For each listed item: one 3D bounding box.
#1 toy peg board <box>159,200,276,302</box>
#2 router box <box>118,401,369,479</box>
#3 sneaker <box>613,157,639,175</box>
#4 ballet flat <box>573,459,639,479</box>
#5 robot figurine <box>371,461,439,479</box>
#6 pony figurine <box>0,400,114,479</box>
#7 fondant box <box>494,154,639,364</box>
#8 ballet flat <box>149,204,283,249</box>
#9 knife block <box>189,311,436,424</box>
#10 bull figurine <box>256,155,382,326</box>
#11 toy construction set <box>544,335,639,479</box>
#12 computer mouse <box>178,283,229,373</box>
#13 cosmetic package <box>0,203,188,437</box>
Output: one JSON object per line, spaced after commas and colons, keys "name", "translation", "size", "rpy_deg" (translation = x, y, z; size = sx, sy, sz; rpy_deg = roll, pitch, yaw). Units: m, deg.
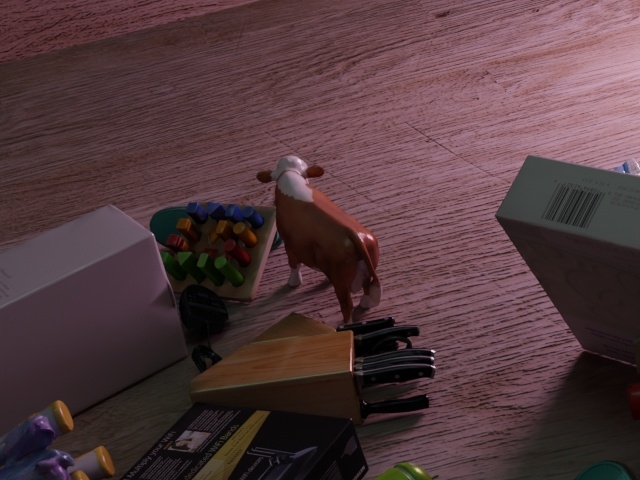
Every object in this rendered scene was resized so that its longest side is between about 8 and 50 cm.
{"name": "toy peg board", "translation": [-0.166, 0.001, 1.948], "size": [0.161, 0.079, 0.161], "rpy_deg": [5, 65, 27]}
{"name": "router box", "translation": [-0.126, 0.312, 1.427], "size": [0.243, 0.081, 0.309], "rpy_deg": [1, 31, 36]}
{"name": "sneaker", "translation": [0.476, -0.066, 1.943], "size": [0.073, 0.063, 0.162], "rpy_deg": [-25, 22, 13]}
{"name": "ballet flat", "translation": [0.276, 0.358, 1.140], "size": [0.107, 0.106, 0.316], "rpy_deg": [-16, 48, 26]}
{"name": "robot figurine", "translation": [0.081, 0.296, 1.418], "size": [0.115, 0.067, 0.101], "rpy_deg": [-29, 2, -26]}
{"name": "pony figurine", "translation": [-0.432, 0.314, 1.402], "size": [0.363, 0.303, 0.351], "rpy_deg": [-25, 0, -3]}
{"name": "fondant box", "translation": [0.380, 0.046, 1.482], "size": [0.238, 0.330, 0.096], "rpy_deg": [16, 68, 40]}
{"name": "ballet flat", "translation": [-0.158, -0.018, 2.071], "size": [0.247, 0.083, 0.087], "rpy_deg": [2, 7, 22]}
{"name": "knife block", "translation": [0.005, 0.190, 1.612], "size": [0.275, 0.088, 0.242], "rpy_deg": [-32, 34, -33]}
{"name": "bull figurine", "translation": [0.000, 0.000, 1.848], "size": [0.101, 0.188, 0.310], "rpy_deg": [-19, 30, -14]}
{"name": "toy construction set", "translation": [0.367, 0.216, 1.326], "size": [0.309, 0.257, 0.237], "rpy_deg": [-34, 15, 23]}
{"name": "computer mouse", "translation": [-0.166, 0.143, 1.817], "size": [0.071, 0.041, 0.242], "rpy_deg": [17, 26, -21]}
{"name": "cosmetic package", "translation": [-0.397, 0.132, 1.739], "size": [0.385, 0.217, 0.156], "rpy_deg": [-26, 32, -27]}
